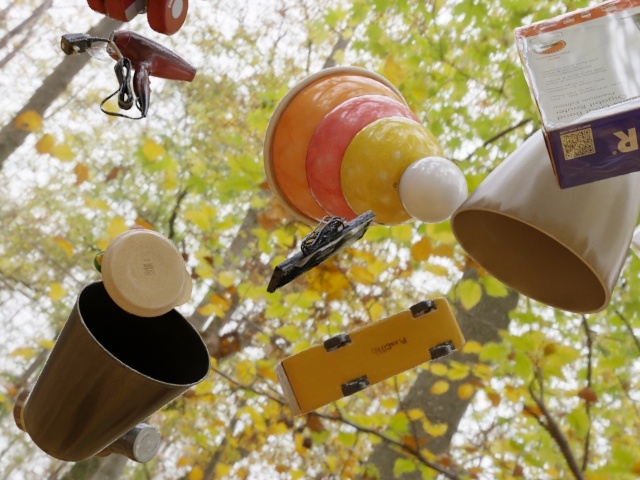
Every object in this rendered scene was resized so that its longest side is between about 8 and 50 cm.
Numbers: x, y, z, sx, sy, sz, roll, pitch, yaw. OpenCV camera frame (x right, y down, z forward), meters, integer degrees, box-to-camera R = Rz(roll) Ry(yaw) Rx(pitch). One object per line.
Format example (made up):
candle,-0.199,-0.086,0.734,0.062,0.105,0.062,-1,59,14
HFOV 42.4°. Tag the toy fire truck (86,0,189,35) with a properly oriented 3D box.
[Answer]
toy fire truck,-0.304,-0.540,1.492,0.170,0.302,0.253,21,-37,14

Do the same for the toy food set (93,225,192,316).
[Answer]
toy food set,-0.155,0.027,0.729,0.020,0.083,0.082,-27,-91,51

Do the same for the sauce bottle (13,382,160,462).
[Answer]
sauce bottle,-0.456,0.358,1.606,0.345,0.111,0.111,4,-47,35

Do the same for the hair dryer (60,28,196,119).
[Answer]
hair dryer,-0.373,-0.335,1.685,0.080,0.294,0.223,-41,-100,41

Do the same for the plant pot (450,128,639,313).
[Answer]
plant pot,0.375,-0.074,1.241,0.257,0.274,0.256,32,-15,10

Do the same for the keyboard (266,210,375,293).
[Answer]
keyboard,0.000,0.000,1.154,0.038,0.192,0.100,49,-37,13

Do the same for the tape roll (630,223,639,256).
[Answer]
tape roll,0.776,0.110,1.652,0.392,0.392,0.072,42,-78,-13

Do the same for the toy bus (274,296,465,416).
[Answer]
toy bus,0.092,0.213,1.521,0.108,0.333,0.130,67,-18,12

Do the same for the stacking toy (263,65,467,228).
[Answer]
stacking toy,0.116,-0.136,1.576,0.350,0.351,0.480,56,-8,-27

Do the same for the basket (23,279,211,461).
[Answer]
basket,-0.300,0.191,1.137,0.204,0.154,0.227,34,-62,-21

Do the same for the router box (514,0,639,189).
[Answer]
router box,0.420,-0.209,0.973,0.336,0.301,0.082,-14,-57,14
